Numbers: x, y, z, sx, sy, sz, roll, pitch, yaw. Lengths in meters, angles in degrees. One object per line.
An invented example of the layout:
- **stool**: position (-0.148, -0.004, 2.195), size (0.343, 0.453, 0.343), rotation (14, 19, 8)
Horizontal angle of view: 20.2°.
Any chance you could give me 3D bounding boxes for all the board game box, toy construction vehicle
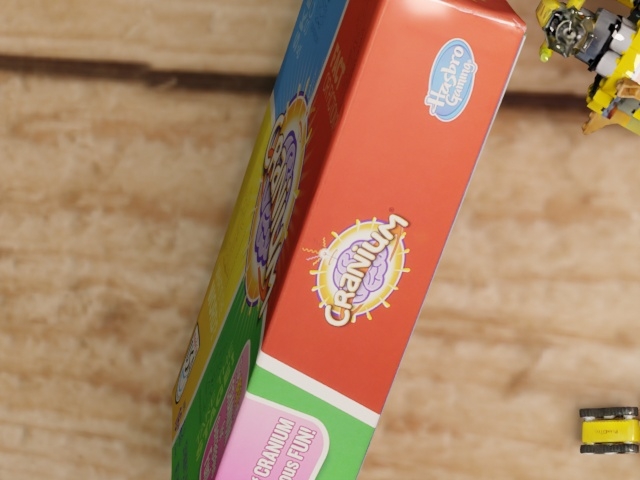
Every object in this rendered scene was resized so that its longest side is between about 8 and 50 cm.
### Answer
- **board game box**: position (0.000, 0.000, 0.903), size (0.064, 0.242, 0.316), rotation (16, 108, -10)
- **toy construction vehicle**: position (0.185, 0.125, 0.924), size (0.098, 0.035, 0.085), rotation (-7, 77, 29)

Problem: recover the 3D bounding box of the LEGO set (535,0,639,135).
- **LEGO set**: position (0.163, -0.210, 0.792), size (0.192, 0.255, 0.331), rotation (29, 120, -1)
